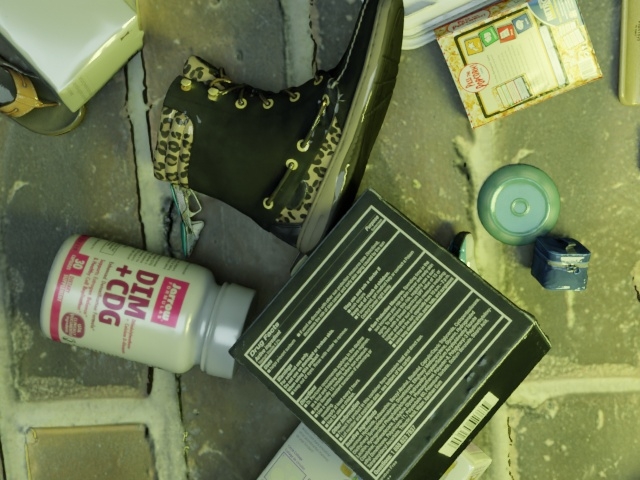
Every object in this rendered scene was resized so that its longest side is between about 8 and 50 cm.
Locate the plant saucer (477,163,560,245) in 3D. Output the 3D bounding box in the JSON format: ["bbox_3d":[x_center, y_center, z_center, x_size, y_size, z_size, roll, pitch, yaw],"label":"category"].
[{"bbox_3d":[0.285,-0.049,1.705,0.119,0.021,0.119,1,100,5],"label":"plant saucer"}]

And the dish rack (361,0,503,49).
[{"bbox_3d":[0.185,-0.442,1.622,0.332,0.072,0.286,-23,98,10],"label":"dish rack"}]

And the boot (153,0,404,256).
[{"bbox_3d":[-0.059,-0.191,1.638,0.284,0.138,0.378,22,108,12],"label":"boot"}]

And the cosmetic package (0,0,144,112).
[{"bbox_3d":[-0.422,-0.370,1.610,0.156,0.217,0.385,-43,91,-5],"label":"cosmetic package"}]

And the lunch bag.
[{"bbox_3d":[0.338,0.029,1.672,0.067,0.098,0.065,1,105,-8],"label":"lunch bag"}]

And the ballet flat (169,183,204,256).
[{"bbox_3d":[-0.192,-0.033,1.749,0.041,0.041,0.114,-9,100,7],"label":"ballet flat"}]

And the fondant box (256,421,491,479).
[{"bbox_3d":[0.051,0.364,1.721,0.238,0.096,0.330,42,104,23],"label":"fondant box"}]

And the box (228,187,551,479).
[{"bbox_3d":[0.096,0.144,1.584,0.294,0.183,0.296,41,90,23],"label":"box"}]

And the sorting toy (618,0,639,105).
[{"bbox_3d":[0.527,-0.242,1.635,0.229,0.041,0.307,0,100,6],"label":"sorting toy"}]

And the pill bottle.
[{"bbox_3d":[-0.244,0.099,1.715,0.283,0.160,0.160,14,101,3],"label":"pill bottle"}]

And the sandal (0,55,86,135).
[{"bbox_3d":[-0.448,-0.222,1.729,0.219,0.060,0.090,32,102,-1],"label":"sandal"}]

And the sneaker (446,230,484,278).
[{"bbox_3d":[0.225,0.078,1.719,0.082,0.071,0.191,-5,103,-7],"label":"sneaker"}]

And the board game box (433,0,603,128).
[{"bbox_3d":[0.272,-0.257,1.636,0.193,0.045,0.147,-21,115,9],"label":"board game box"}]

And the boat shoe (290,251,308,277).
[{"bbox_3d":[0.000,0.000,1.733,0.137,0.049,0.043,-50,50,14],"label":"boat shoe"}]
